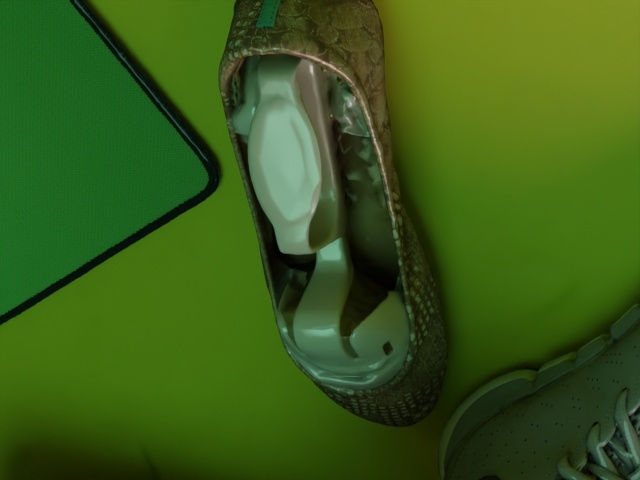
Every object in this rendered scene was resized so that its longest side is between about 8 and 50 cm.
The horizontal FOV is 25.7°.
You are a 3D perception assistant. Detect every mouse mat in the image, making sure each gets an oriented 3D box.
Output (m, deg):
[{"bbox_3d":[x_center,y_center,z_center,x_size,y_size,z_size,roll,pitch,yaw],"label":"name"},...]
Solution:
[{"bbox_3d":[-0.150,-0.041,0.584,0.189,0.007,0.152,-28,108,33],"label":"mouse mat"}]

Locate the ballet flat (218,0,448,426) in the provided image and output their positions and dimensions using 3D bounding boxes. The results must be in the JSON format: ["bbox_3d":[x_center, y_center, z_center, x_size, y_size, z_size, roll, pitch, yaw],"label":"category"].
[{"bbox_3d":[0.000,0.000,0.517,0.073,0.067,0.206,-3,120,22],"label":"ballet flat"}]

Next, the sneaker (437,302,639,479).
[{"bbox_3d":[0.121,0.076,0.482,0.086,0.132,0.228,42,126,-9],"label":"sneaker"}]
